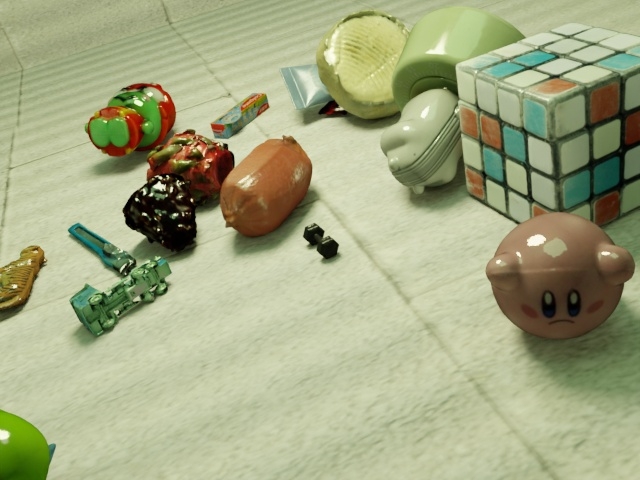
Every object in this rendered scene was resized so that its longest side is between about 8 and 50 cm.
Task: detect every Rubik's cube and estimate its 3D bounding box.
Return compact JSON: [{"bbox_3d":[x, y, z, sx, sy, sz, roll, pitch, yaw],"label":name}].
[{"bbox_3d":[0.402,-0.186,1.094,0.256,0.254,0.259,-23,34,-14],"label":"Rubik's cube"}]

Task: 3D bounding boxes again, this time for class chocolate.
[{"bbox_3d":[0.062,-0.369,1.725,0.086,0.028,0.182,9,37,28],"label":"chocolate"},{"bbox_3d":[-0.291,-0.034,1.287,0.156,0.156,0.133,-30,64,-23],"label":"chocolate"}]

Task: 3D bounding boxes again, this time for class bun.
[{"bbox_3d":[0.118,-0.412,1.592,0.259,0.260,0.152,-25,-5,-16],"label":"bun"}]

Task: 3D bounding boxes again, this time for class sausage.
[{"bbox_3d":[-0.102,-0.103,1.285,0.148,0.148,0.254,7,34,31],"label":"sausage"}]

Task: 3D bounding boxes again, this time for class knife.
[{"bbox_3d":[-0.450,0.012,1.346,0.296,0.026,0.044,23,60,44],"label":"knife"}]

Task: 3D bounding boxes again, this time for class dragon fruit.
[{"bbox_3d":[-0.285,-0.156,1.429,0.171,0.166,0.160,9,77,15],"label":"dragon fruit"}]

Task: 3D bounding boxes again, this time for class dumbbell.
[{"bbox_3d":[0.000,0.000,1.172,0.036,0.040,0.083,-50,36,2],"label":"dumbbell"}]

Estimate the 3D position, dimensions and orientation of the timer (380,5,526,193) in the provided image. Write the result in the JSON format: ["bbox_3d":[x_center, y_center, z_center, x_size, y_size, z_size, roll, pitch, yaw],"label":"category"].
[{"bbox_3d":[0.231,-0.232,1.268,0.290,0.291,0.315,16,63,39],"label":"timer"}]

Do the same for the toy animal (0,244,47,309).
[{"bbox_3d":[-0.596,0.080,1.272,0.099,0.057,0.241,-15,31,-1],"label":"toy animal"}]

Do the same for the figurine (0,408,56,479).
[{"bbox_3d":[-0.375,0.302,0.775,0.263,0.143,0.162,30,58,35],"label":"figurine"}]

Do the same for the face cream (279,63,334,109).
[{"bbox_3d":[0.095,-0.424,1.707,0.384,0.086,0.136,-14,66,-16],"label":"face cream"}]

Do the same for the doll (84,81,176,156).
[{"bbox_3d":[-0.479,-0.328,1.759,0.182,0.160,0.363,-5,31,14],"label":"doll"}]

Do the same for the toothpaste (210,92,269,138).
[{"bbox_3d":[-0.203,-0.333,1.763,0.070,0.044,0.193,10,40,32],"label":"toothpaste"}]

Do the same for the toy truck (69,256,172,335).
[{"bbox_3d":[-0.346,0.085,1.152,0.081,0.067,0.175,18,45,42],"label":"toy truck"}]

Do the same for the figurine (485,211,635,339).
[{"bbox_3d":[0.305,0.045,0.856,0.173,0.173,0.173,-10,32,7],"label":"figurine"}]
